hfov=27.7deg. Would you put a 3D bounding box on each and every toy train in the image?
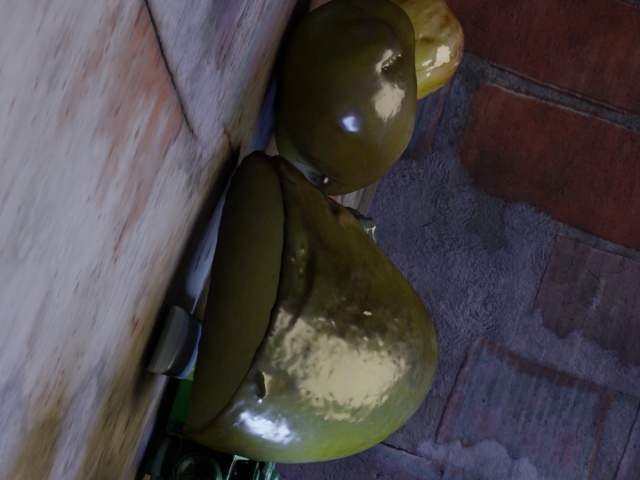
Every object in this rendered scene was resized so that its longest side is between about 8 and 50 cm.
[{"bbox_3d":[-0.093,0.187,1.355,0.301,0.120,0.202,41,65,-85],"label":"toy train"}]

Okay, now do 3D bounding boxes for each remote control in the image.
[{"bbox_3d":[-0.123,0.093,1.148,0.162,0.029,0.061,70,41,-82],"label":"remote control"}]

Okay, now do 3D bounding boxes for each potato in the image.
[{"bbox_3d":[0.023,-0.141,1.262,0.200,0.137,0.155,104,-22,-50],"label":"potato"},{"bbox_3d":[0.026,0.078,1.173,0.112,0.255,0.269,-13,-120,48],"label":"potato"}]

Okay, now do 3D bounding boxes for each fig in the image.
[{"bbox_3d":[0.052,-0.200,1.441,0.257,0.159,0.159,-42,157,-41],"label":"fig"}]

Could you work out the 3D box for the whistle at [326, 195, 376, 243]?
[{"bbox_3d":[0.000,0.000,1.313,0.223,0.123,0.123,-5,-120,60],"label":"whistle"}]
